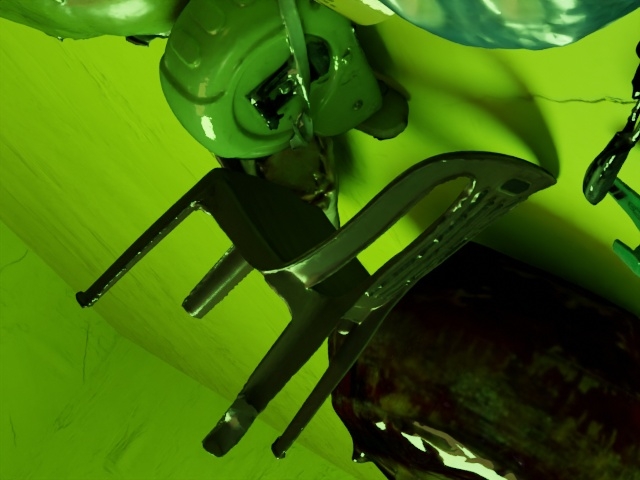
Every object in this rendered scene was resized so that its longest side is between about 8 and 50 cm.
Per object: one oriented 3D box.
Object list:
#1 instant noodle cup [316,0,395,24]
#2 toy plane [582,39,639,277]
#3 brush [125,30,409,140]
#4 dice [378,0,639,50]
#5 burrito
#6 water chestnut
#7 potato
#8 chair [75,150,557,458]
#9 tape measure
[{"bbox_3d":[0.007,-0.192,0.700,0.122,0.151,0.151,29,170,-25],"label":"instant noodle cup"},{"bbox_3d":[0.222,-0.047,0.730,0.155,0.106,0.381,49,172,16],"label":"toy plane"},{"bbox_3d":[-0.078,-0.169,1.098,0.337,0.085,0.020,27,159,10],"label":"brush"},{"bbox_3d":[0.075,-0.173,0.567,0.146,0.143,0.146,45,163,-34],"label":"dice"},{"bbox_3d":[-0.039,-0.059,1.247,0.175,0.107,0.347,51,169,25],"label":"burrito"},{"bbox_3d":[0.140,0.172,1.215,0.350,0.302,0.350,29,162,10],"label":"water chestnut"},{"bbox_3d":[-0.187,-0.229,1.005,0.253,0.148,0.186,21,178,20],"label":"potato"},{"bbox_3d":[0.000,0.000,1.057,0.183,0.326,0.176,51,-163,25],"label":"chair"},{"bbox_3d":[-0.037,-0.128,0.977,0.087,0.154,0.177,50,172,37],"label":"tape measure"}]
